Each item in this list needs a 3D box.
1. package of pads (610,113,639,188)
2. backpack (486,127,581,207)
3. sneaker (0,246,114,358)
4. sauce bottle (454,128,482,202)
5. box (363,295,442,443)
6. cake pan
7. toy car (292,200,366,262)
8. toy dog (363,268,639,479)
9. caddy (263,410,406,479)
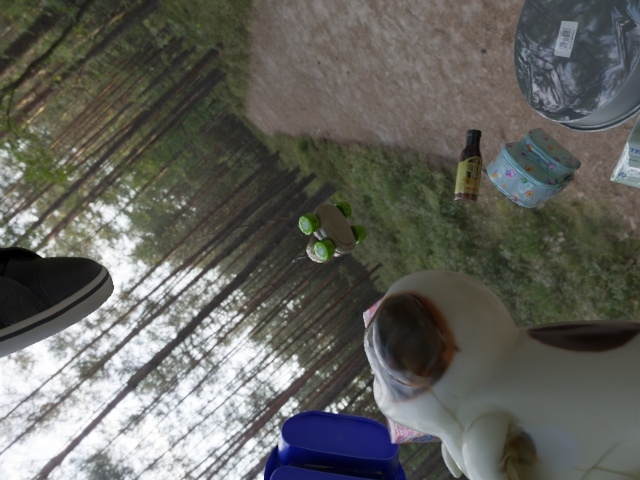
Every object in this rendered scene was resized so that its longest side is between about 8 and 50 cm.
[{"bbox_3d":[0.606,-0.171,0.618,0.229,0.296,0.101,24,149,30],"label":"package of pads"},{"bbox_3d":[0.494,-0.168,0.985,0.166,0.188,0.144,53,146,18],"label":"backpack"},{"bbox_3d":[-0.373,0.054,0.381,0.126,0.321,0.127,33,136,59],"label":"sneaker"},{"bbox_3d":[0.265,-0.132,0.748,0.042,0.128,0.042,7,177,0],"label":"sauce bottle"},{"bbox_3d":[0.217,0.270,0.925,0.154,0.142,0.300,13,-132,-27],"label":"box"},{"bbox_3d":[0.405,-0.315,0.650,0.293,0.054,0.293,170,90,-78],"label":"cake pan"},{"bbox_3d":[0.000,0.000,1.147,0.149,0.155,0.188,59,139,8],"label":"toy car"},{"bbox_3d":[0.241,0.181,0.489,0.408,0.395,0.284,21,-154,22],"label":"toy dog"},{"bbox_3d":[0.034,0.547,0.973,0.241,0.341,0.179,-77,-9,-46],"label":"caddy"}]
